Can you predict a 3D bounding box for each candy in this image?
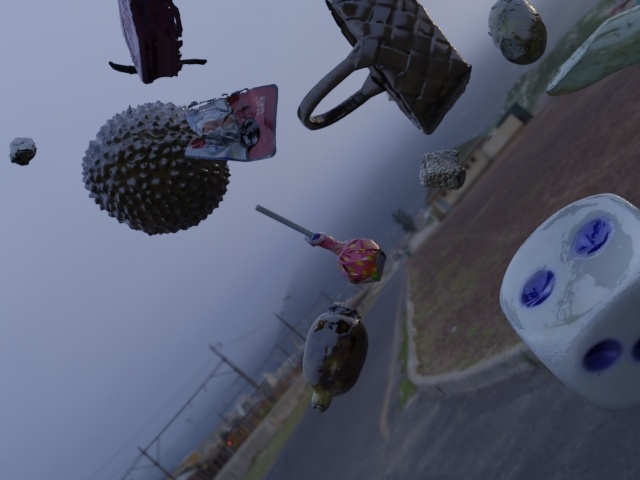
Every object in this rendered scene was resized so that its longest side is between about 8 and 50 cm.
[{"bbox_3d":[0.295,-0.170,1.752,0.095,0.110,0.085,-90,-6,-46],"label":"candy"},{"bbox_3d":[0.000,0.000,1.788,0.124,0.365,0.124,-53,21,31],"label":"candy"}]

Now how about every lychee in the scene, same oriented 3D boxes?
[{"bbox_3d":[-0.452,-0.194,1.999,0.380,0.380,0.432,-52,-23,16],"label":"lychee"}]

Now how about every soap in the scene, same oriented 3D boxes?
[{"bbox_3d":[-0.346,-0.456,1.456,0.099,0.162,0.250,-18,-18,-17],"label":"soap"}]

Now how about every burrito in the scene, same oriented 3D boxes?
[{"bbox_3d":[-0.569,-0.173,1.380,0.051,0.042,0.171,-24,25,-15],"label":"burrito"}]

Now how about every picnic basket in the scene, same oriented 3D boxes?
[{"bbox_3d":[0.087,-0.321,1.400,0.337,0.337,0.293,-50,-7,6],"label":"picnic basket"}]

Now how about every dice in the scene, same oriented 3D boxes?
[{"bbox_3d":[0.531,0.109,1.326,0.304,0.277,0.304,-49,24,15],"label":"dice"}]

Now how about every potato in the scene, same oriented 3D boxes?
[{"bbox_3d":[0.519,-0.554,1.898,0.251,0.150,0.113,-92,15,-46],"label":"potato"}]

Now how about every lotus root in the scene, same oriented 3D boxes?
[{"bbox_3d":[0.039,0.309,1.945,0.141,0.170,0.314,58,-137,-71],"label":"lotus root"}]

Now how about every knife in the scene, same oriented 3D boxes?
[{"bbox_3d":[-0.362,-0.389,1.621,0.045,0.222,0.021,82,-173,-63],"label":"knife"}]

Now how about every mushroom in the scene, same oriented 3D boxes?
[{"bbox_3d":[0.546,-0.357,1.311,0.333,0.107,0.087,-20,42,47],"label":"mushroom"}]

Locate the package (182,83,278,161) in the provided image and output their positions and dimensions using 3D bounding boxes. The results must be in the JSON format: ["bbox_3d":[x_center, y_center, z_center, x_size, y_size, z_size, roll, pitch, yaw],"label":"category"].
[{"bbox_3d":[-0.223,-0.277,1.778,0.270,0.193,0.071,-6,-7,17],"label":"package"}]

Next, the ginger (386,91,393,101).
[{"bbox_3d":[0.173,-0.535,1.778,0.122,0.363,0.348,-26,21,31],"label":"ginger"}]
